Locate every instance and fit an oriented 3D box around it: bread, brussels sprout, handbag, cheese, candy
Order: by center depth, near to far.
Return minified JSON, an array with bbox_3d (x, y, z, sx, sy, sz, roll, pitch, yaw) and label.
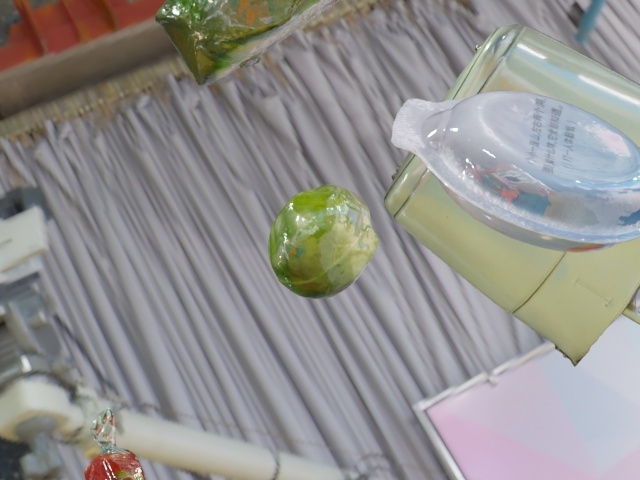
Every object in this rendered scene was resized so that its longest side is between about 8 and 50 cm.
[{"bbox_3d":[0.159,-0.031,0.666,0.135,0.244,0.052,-68,-4,-52],"label":"cheese"},{"bbox_3d":[0.231,-0.029,1.013,0.241,0.315,0.109,-57,0,15],"label":"handbag"},{"bbox_3d":[-0.028,-0.346,1.482,0.382,0.129,0.366,-36,7,-3],"label":"bread"},{"bbox_3d":[-0.004,-0.001,1.489,0.117,0.155,0.155,-1,-3,34],"label":"brussels sprout"},{"bbox_3d":[-0.272,0.368,1.581,0.086,0.292,0.059,-40,-33,26],"label":"candy"}]
